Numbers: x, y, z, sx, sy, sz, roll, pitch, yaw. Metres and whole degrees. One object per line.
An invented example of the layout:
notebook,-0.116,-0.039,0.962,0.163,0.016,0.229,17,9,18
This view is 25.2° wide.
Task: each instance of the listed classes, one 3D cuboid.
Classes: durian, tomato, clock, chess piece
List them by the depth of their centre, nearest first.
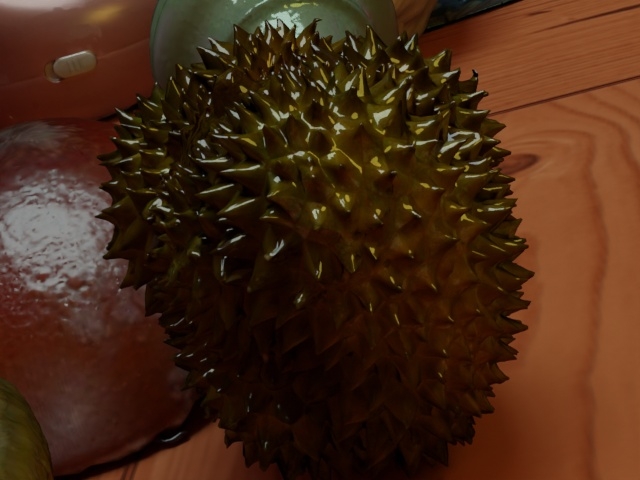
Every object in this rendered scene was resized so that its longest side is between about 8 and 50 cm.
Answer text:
durian,0.000,0.000,0.473,0.137,0.168,0.158,-24,38,1
tomato,-0.124,0.013,0.616,0.228,0.112,0.199,-12,23,21
chess piece,0.010,-0.058,0.699,0.139,0.139,0.271,-21,33,-10
clock,-0.192,-0.174,1.099,0.241,0.142,0.227,-14,21,-2

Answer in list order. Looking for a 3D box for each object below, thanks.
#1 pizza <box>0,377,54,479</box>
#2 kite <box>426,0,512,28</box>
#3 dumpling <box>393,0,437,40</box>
pizza,-0.174,0.119,0.448,0.194,0.069,0.154,-23,21,3
kite,0.058,-0.187,1.108,0.314,0.011,0.335,-1,26,36
dumpling,0.018,-0.179,0.945,0.162,0.132,0.250,12,40,41
